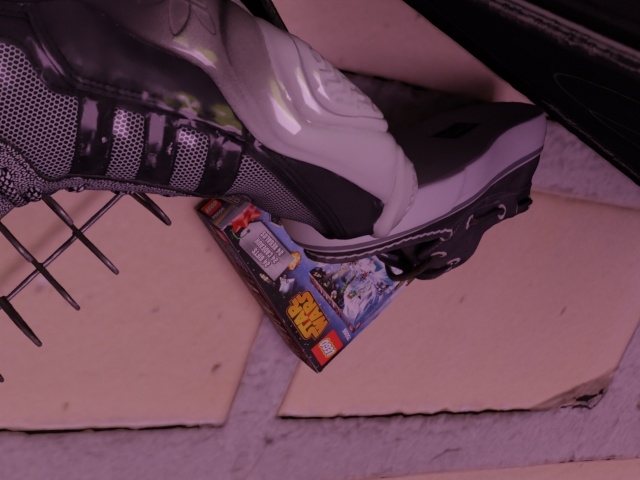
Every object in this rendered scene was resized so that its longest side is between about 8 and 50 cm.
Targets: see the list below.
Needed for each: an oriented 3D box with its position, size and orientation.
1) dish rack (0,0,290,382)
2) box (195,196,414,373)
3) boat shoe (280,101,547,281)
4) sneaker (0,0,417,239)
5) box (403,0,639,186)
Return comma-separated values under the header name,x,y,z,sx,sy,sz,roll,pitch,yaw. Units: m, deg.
name,x,y,z,sx,sy,sz,roll,pitch,yaw
dish rack,-0.144,-0.035,0.477,0.271,0.074,0.208,-44,136,-10
box,0.000,0.000,0.660,0.094,0.027,0.137,-43,137,-13
boat shoe,0.056,-0.017,0.624,0.228,0.080,0.076,-31,123,-57
sneaker,-0.087,-0.034,0.407,0.153,0.101,0.268,-52,134,5
box,0.335,-0.098,0.562,0.480,0.472,0.297,26,97,-47
